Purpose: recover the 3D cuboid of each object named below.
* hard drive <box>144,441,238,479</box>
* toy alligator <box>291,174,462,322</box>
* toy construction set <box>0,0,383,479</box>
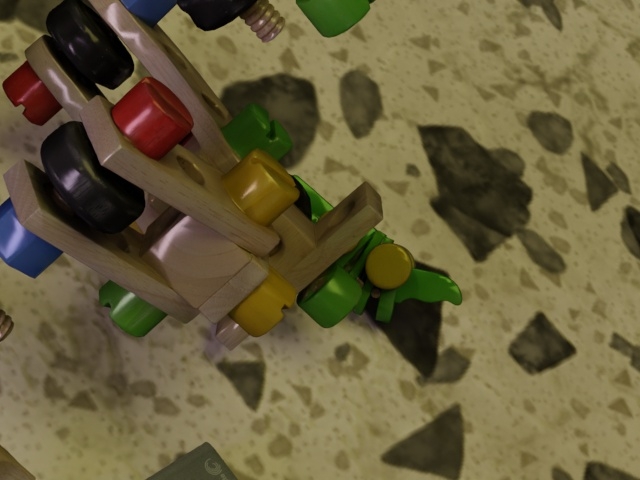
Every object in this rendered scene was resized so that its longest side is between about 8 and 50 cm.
[{"bbox_3d":[-0.084,0.178,1.009,0.135,0.022,0.094,-29,76,-40],"label":"hard drive"},{"bbox_3d":[0.000,0.000,1.166,0.190,0.056,0.051,34,92,3],"label":"toy alligator"},{"bbox_3d":[-0.086,0.013,1.014,0.309,0.257,0.237,-48,114,-12],"label":"toy construction set"}]
